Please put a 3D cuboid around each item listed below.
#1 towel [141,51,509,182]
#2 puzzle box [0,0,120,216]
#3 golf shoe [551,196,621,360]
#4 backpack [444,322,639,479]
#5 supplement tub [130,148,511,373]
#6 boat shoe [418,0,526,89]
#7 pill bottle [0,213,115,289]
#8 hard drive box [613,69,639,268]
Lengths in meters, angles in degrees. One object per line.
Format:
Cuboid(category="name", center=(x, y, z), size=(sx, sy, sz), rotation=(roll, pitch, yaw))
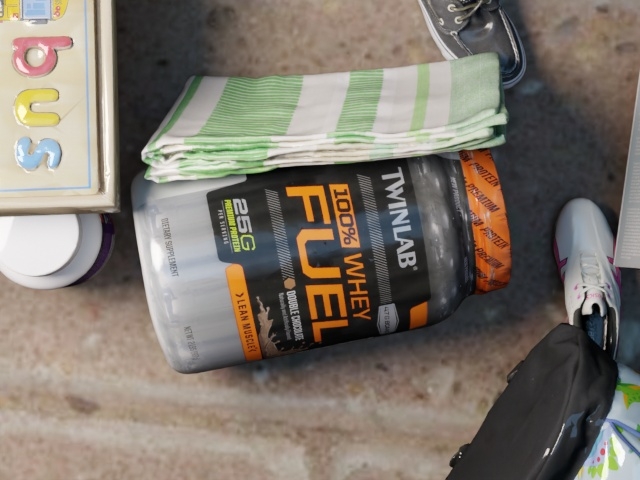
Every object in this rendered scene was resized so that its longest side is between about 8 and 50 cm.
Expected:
Cuboid(category="towel", center=(0.011, -0.126, 1.192), size=(0.325, 0.248, 0.038), rotation=(-5, 113, 8))
Cuboid(category="puzzle box", center=(-0.315, -0.220, 1.101), size=(0.272, 0.052, 0.409), rotation=(-3, 84, -6))
Cuboid(category="golf shoe", center=(0.281, 0.046, 1.293), size=(0.067, 0.086, 0.186), rotation=(-6, 88, -1))
Cuboid(category="backpack", center=(0.323, 0.296, 1.221), size=(0.355, 0.273, 0.290), rotation=(28, 107, -18))
Cuboid(category="supplement tub", center=(0.000, 0.000, 1.217), size=(0.338, 0.207, 0.207), rotation=(-12, 90, -3))
Cuboid(category="boat shoe", center=(0.141, -0.258, 1.293), size=(0.080, 0.076, 0.228), rotation=(-29, 91, -3))
Cuboid(category="pill bottle", center=(-0.259, -0.007, 1.208), size=(0.108, 0.193, 0.108), rotation=(0, 90, -4))
Cuboid(category="hard drive box", center=(0.410, -0.073, 1.276), size=(0.181, 0.089, 0.232), rotation=(9, 89, -21))
